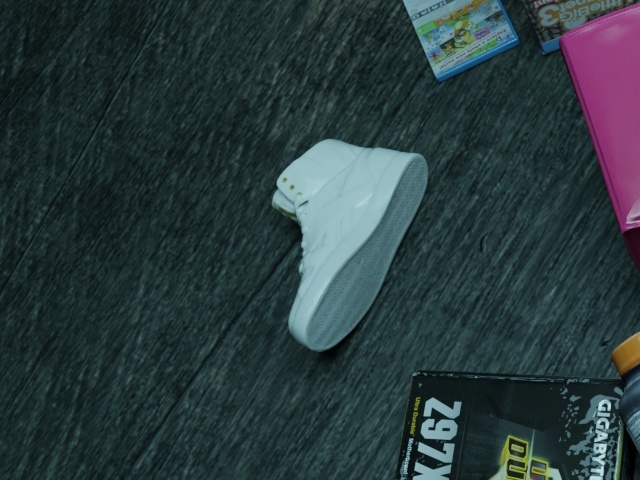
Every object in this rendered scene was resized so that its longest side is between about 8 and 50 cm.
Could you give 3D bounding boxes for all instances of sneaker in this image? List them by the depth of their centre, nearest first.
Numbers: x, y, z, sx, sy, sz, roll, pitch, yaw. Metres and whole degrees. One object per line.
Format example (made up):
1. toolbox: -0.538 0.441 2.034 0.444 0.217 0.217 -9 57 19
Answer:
1. sneaker: 0.000 0.000 1.996 0.169 0.108 0.292 16 61 31

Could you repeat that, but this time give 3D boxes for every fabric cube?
1. fabric cube: 0.436 -0.106 1.763 0.254 0.259 0.258 -19 59 12

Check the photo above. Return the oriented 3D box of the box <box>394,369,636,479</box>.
1. box: 0.206 0.308 1.757 0.257 0.079 0.322 0 65 25

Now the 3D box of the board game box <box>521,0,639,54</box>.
1. board game box: 0.282 -0.418 1.973 0.141 0.291 0.232 -19 59 12

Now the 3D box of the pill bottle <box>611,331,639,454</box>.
1. pill bottle: 0.399 0.206 1.667 0.130 0.130 0.245 -28 69 8

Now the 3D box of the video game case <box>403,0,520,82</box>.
1. video game case: 0.183 -0.300 2.121 0.119 0.015 0.166 -25 57 9
